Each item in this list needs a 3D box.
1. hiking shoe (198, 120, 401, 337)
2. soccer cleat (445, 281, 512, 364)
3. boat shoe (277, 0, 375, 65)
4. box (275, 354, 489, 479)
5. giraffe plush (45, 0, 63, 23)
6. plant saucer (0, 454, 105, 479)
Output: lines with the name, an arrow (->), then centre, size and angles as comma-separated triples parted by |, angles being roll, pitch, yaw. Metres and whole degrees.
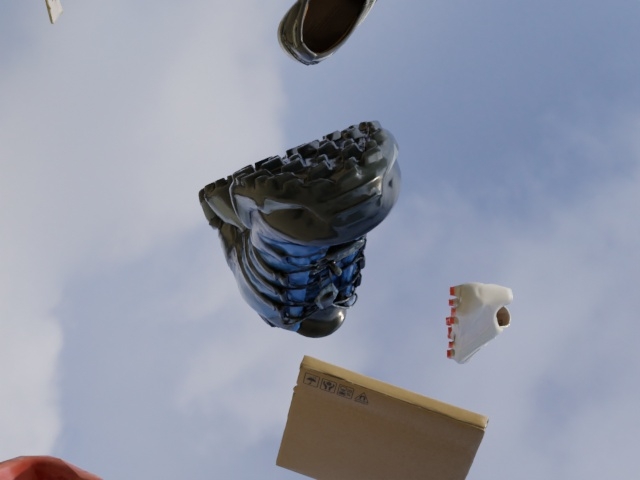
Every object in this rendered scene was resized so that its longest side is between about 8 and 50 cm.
hiking shoe -> 0.000, 0.000, 0.784 | 0.113, 0.132, 0.304 | -22, -176, -11
soccer cleat -> 0.194, 0.106, 1.401 | 0.076, 0.196, 0.068 | -1, -114, 3
boat shoe -> 0.042, -0.279, 1.144 | 0.233, 0.084, 0.079 | -57, -171, 2
box -> 0.060, 0.215, 1.209 | 0.021, 0.201, 0.164 | -65, 171, -51
giraffe plush -> -0.023, -0.179, 0.362 | 0.170, 0.210, 0.181 | -9, -138, -4
plant saucer -> -0.085, 0.136, 0.212 | 0.258, 0.259, 0.048 | 13, -70, 40
